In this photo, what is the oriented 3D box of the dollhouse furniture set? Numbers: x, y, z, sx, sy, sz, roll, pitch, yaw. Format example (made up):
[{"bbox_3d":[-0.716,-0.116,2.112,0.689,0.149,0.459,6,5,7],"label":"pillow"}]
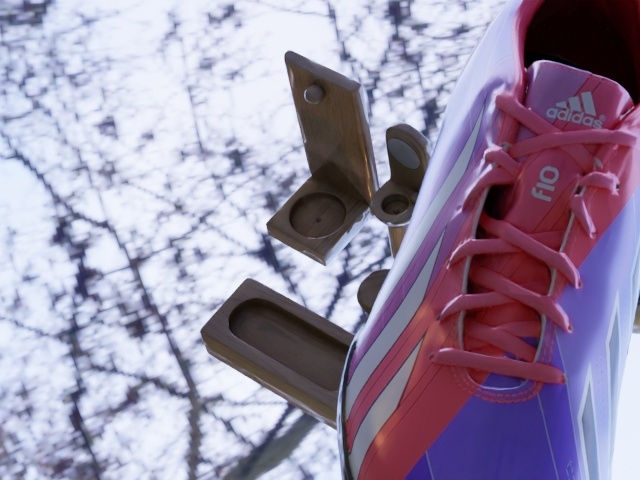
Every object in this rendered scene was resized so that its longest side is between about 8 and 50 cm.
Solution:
[{"bbox_3d":[0.000,0.000,0.969,0.144,0.151,0.123,28,-28,27],"label":"dollhouse furniture set"}]

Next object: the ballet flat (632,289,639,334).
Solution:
[{"bbox_3d":[0.161,0.013,1.083,0.248,0.086,0.086,46,-59,46],"label":"ballet flat"}]

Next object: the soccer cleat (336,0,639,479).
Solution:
[{"bbox_3d":[0.081,0.000,0.633,0.108,0.318,0.116,17,-43,1],"label":"soccer cleat"}]
